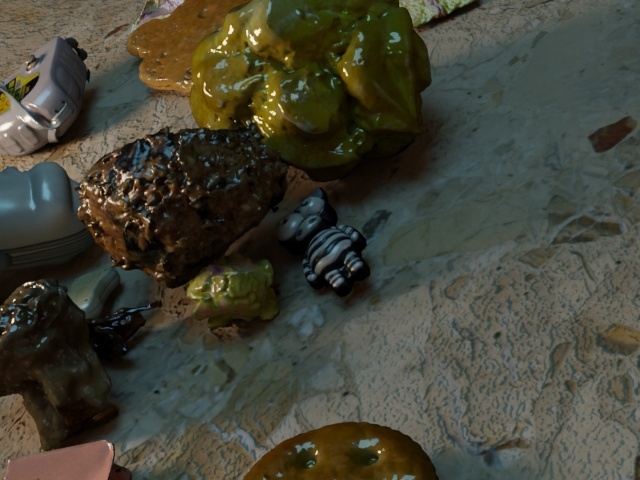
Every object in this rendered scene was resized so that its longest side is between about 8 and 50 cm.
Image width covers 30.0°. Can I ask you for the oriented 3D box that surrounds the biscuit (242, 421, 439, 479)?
[{"bbox_3d":[0.013,0.271,1.163,0.221,0.066,0.220,-13,38,10],"label":"biscuit"}]

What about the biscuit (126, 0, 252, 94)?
[{"bbox_3d":[-0.178,-0.348,2.094,0.376,0.051,0.269,4,51,27],"label":"biscuit"}]

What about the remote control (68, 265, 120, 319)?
[{"bbox_3d":[-0.316,0.079,1.620,0.074,0.032,0.122,-20,23,20],"label":"remote control"}]

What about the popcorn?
[{"bbox_3d":[-0.108,0.064,1.482,0.109,0.089,0.097,-10,8,-26],"label":"popcorn"}]

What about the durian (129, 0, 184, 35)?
[{"bbox_3d":[-0.286,-0.428,2.266,0.140,0.078,0.224,24,73,26],"label":"durian"}]

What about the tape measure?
[{"bbox_3d":[-0.507,-0.236,2.094,0.197,0.120,0.236,-27,37,15],"label":"tape measure"}]

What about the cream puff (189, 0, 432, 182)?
[{"bbox_3d":[-0.004,-0.191,1.649,0.324,0.291,0.257,-17,63,-15],"label":"cream puff"}]

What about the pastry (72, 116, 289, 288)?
[{"bbox_3d":[-0.170,-0.042,1.531,0.275,0.192,0.275,-15,-7,-2],"label":"pastry"}]

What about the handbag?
[{"bbox_3d":[-0.298,0.317,1.288,0.157,0.059,0.212,-12,35,15],"label":"handbag"}]

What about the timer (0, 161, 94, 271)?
[{"bbox_3d":[-0.475,-0.025,1.708,0.315,0.290,0.291,-7,33,-12],"label":"timer"}]

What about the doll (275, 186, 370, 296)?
[{"bbox_3d":[0.000,0.000,1.528,0.091,0.067,0.219,-45,33,4],"label":"doll"}]

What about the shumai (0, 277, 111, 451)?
[{"bbox_3d":[-0.331,0.152,1.440,0.166,0.175,0.206,-49,6,-26],"label":"shumai"}]

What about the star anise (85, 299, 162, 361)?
[{"bbox_3d":[-0.267,0.119,1.516,0.191,0.070,0.097,-24,22,21],"label":"star anise"}]

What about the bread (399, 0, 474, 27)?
[{"bbox_3d":[0.153,-0.439,2.046,0.168,0.163,0.264,-23,66,-1],"label":"bread"}]
